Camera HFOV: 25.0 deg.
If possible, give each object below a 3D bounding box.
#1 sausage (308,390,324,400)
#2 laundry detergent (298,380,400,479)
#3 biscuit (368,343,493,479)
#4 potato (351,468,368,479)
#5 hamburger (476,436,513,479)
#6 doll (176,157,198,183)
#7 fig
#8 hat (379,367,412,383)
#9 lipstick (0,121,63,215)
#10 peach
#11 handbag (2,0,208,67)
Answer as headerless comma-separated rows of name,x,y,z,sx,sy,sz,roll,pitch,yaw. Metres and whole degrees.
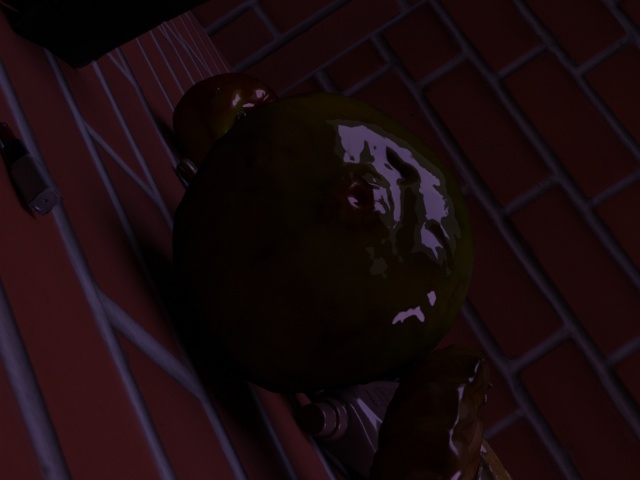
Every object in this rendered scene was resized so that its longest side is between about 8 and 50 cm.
sausage,0.037,0.259,2.060,0.269,0.033,0.033,53,6,-41
laundry detergent,0.071,0.259,1.865,0.171,0.076,0.237,55,22,21
biscuit,0.105,0.265,1.486,0.326,0.107,0.326,8,90,-77
potato,0.078,0.318,1.957,0.119,0.054,0.198,33,22,-40
hamburger,0.230,0.435,2.050,0.209,0.162,0.330,-108,175,-46
doll,-0.168,-0.081,2.107,0.093,0.051,0.061,61,-23,8
fig,-0.005,0.014,1.567,0.343,0.343,0.343,57,4,-7
hat,0.038,0.070,2.323,0.332,0.274,0.242,29,8,-10
lipstick,-0.254,-0.067,1.233,0.107,0.025,0.025,54,2,35
peach,-0.142,-0.174,2.284,0.197,0.197,0.197,57,4,-7
handbag,-0.234,-0.305,1.716,0.079,0.247,0.260,64,4,4
